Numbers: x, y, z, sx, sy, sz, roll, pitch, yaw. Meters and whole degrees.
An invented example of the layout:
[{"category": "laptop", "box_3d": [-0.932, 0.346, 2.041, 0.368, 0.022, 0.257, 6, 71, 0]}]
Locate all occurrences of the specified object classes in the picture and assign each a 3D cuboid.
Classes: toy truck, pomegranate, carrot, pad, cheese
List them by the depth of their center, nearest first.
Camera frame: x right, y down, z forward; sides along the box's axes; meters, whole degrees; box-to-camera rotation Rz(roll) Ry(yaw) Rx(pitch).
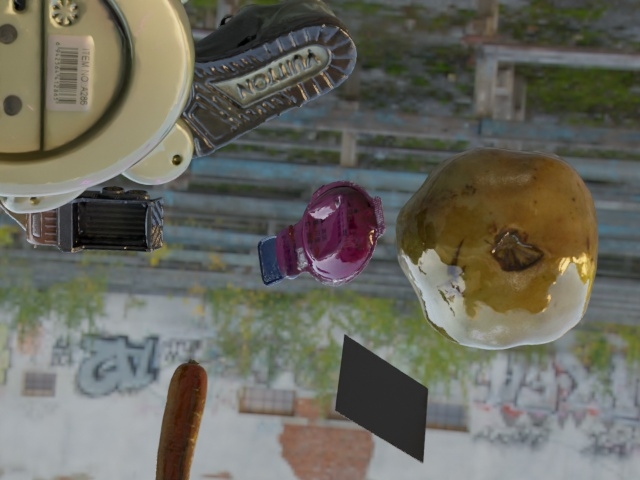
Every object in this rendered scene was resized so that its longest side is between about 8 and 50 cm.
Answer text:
[{"category": "toy truck", "box_3d": [-0.316, -0.030, 1.524, 0.192, 0.083, 0.092, 3, -165, -4]}, {"category": "cheese", "box_3d": [0.000, 0.000, 1.576, 0.244, 0.155, 0.062, -24, 156, 37]}, {"category": "pomegranate", "box_3d": [0.282, 0.012, 1.708, 0.332, 0.333, 0.332, 4, -178, 0]}, {"category": "carrot", "box_3d": [-0.227, 0.298, 1.767, 0.067, 0.225, 0.067, 5, 146, 3]}, {"category": "pad", "box_3d": [0.120, 0.302, 2.054, 0.006, 0.170, 0.245, -27, 131, 37]}]

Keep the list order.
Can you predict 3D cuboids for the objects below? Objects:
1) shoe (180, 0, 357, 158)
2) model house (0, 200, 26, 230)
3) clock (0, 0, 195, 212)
[{"category": "shoe", "box_3d": [-0.104, -0.186, 1.199, 0.293, 0.109, 0.149, -19, -150, 7]}, {"category": "model house", "box_3d": [-0.464, -0.215, 1.750, 0.280, 0.312, 0.245, 44, 180, -14]}, {"category": "clock", "box_3d": [-0.262, -0.163, 0.954, 0.309, 0.284, 0.114, -3, -165, -27]}]
